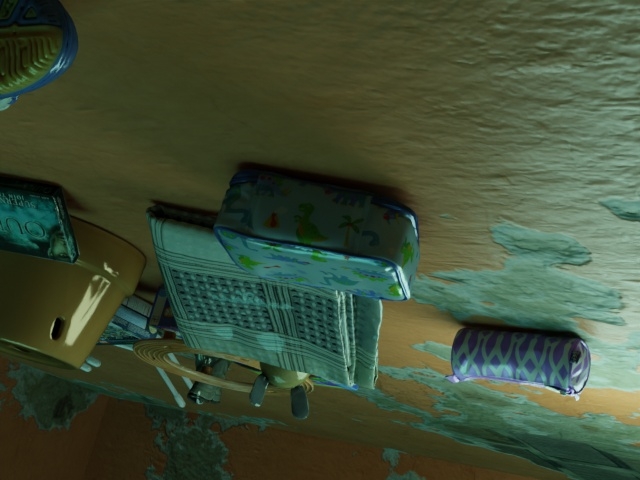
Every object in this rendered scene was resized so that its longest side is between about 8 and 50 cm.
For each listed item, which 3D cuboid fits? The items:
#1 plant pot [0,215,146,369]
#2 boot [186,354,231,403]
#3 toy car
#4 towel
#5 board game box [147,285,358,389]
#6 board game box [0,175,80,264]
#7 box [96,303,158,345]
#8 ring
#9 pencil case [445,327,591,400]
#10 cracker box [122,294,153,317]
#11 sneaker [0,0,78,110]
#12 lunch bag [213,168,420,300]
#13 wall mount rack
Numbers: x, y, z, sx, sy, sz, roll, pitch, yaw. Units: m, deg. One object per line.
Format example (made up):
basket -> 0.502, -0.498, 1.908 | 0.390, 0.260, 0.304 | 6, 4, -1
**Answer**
plant pot -> -0.452, 0.083, 1.497 | 0.291, 0.203, 0.291 | 15, 162, 5
boot -> -0.234, 0.248, 1.890 | 0.083, 0.161, 0.246 | 9, 162, 19
toy car -> -0.046, 0.181, 1.476 | 0.155, 0.188, 0.149 | 21, 162, -17
towel -> -0.070, 0.094, 1.288 | 0.324, 0.056, 0.312 | 11, 141, 13
board game box -> -0.111, 0.182, 1.721 | 0.233, 0.078, 0.347 | 0, 157, 41
board game box -> -0.439, -0.035, 1.322 | 0.186, 0.026, 0.126 | 10, 132, 17
box -> -0.443, 0.152, 1.747 | 0.233, 0.044, 0.159 | -5, 154, 33
ring -> -0.175, 0.225, 1.699 | 0.337, 0.032, 0.336 | 10, 161, 4
pencil case -> 0.290, 0.178, 1.352 | 0.206, 0.088, 0.086 | 3, 157, 38
cracker box -> -0.459, 0.118, 1.836 | 0.156, 0.067, 0.232 | 0, 156, 34
sneaker -> -0.296, -0.165, 0.805 | 0.296, 0.111, 0.131 | 5, 177, 35
lunch bag -> 0.000, 0.000, 1.042 | 0.219, 0.090, 0.176 | 10, 161, 16
wall mount rack -> -0.440, 0.306, 2.301 | 0.304, 0.130, 0.350 | 20, 163, -16
